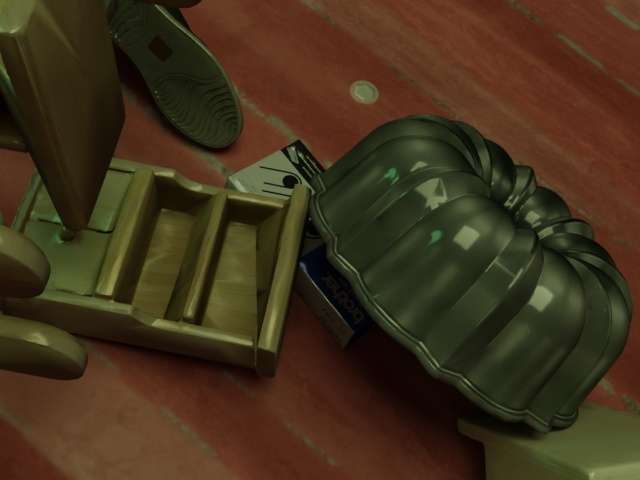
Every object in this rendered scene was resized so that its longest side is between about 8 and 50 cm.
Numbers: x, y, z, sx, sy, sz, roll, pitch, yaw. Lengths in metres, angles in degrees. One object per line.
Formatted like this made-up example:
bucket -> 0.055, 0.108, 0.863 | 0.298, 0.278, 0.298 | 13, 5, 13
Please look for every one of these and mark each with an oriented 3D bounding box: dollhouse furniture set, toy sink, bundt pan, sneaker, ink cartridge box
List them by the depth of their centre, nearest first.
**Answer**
dollhouse furniture set -> -0.140, -0.062, 0.705 | 0.256, 0.394, 0.362 | 10, 61, 2
toy sink -> 0.237, 0.231, 0.811 | 0.152, 0.234, 0.131 | -3, 91, -18
bundt pan -> 0.154, 0.007, 0.840 | 0.331, 0.124, 0.331 | 34, 25, -18
ink cartridge box -> 0.000, 0.000, 0.943 | 0.097, 0.046, 0.207 | -31, 73, -27
sneaker -> -0.152, -0.204, 1.001 | 0.222, 0.083, 0.118 | 52, 16, -9
